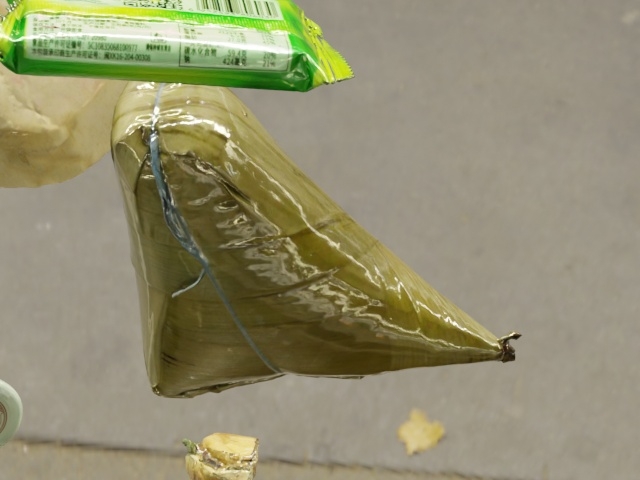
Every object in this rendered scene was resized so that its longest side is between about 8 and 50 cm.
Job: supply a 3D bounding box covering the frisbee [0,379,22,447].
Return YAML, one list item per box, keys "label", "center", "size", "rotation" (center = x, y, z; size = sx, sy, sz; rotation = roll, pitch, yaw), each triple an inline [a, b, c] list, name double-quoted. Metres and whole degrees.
- label: "frisbee"
  center: [-0.418, 0.217, 1.915]
  size: [0.110, 0.110, 0.014]
  rotation: [-17, 29, -19]

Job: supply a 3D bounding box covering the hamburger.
- label: "hamburger"
  center: [-0.135, 0.302, 2.064]
  size: [0.102, 0.176, 0.087]
  rotation: [6, 92, -2]

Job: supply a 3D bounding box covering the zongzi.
- label: "zongzi"
  center: [0.000, 0.000, 0.982]
  size: [0.256, 0.228, 0.115]
  rotation: [3, 42, 7]

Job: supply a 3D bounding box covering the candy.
- label: "candy"
  center: [-0.078, -0.105, 0.803]
  size: [0.178, 0.032, 0.102]
  rotation: [3, 30, -12]

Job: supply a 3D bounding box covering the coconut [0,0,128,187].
- label: "coconut"
  center: [-0.245, -0.165, 1.219]
  size: [0.259, 0.259, 0.259]
  rotation: [4, 54, -5]
